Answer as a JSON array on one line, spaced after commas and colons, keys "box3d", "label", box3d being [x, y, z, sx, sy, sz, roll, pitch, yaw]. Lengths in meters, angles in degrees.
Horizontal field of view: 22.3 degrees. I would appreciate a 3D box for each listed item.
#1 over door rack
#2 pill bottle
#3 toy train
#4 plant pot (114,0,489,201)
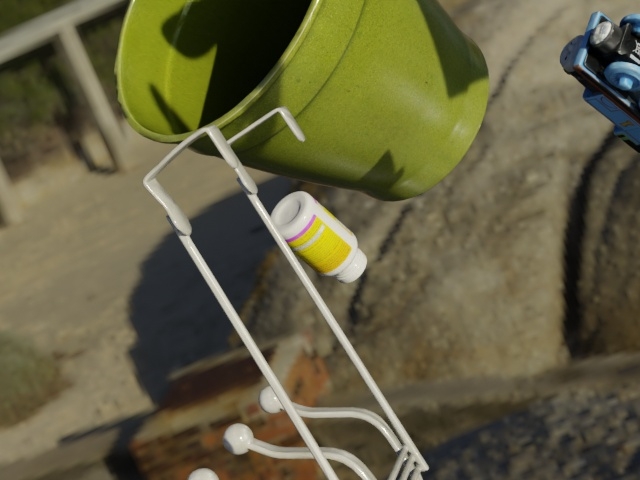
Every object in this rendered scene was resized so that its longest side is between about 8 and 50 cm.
[{"box3d": [-0.032, 0.080, 1.096, 0.108, 0.324, 0.239, -20, 5, 11], "label": "over door rack"}, {"box3d": [0.000, 0.000, 1.287, 0.043, 0.083, 0.043, -28, 39, 26], "label": "pill bottle"}, {"box3d": [0.303, -0.142, 1.521, 0.105, 0.184, 0.080, -12, 52, 54], "label": "toy train"}, {"box3d": [0.006, -0.218, 1.950, 0.366, 0.353, 0.366, -25, 52, 37], "label": "plant pot"}]
